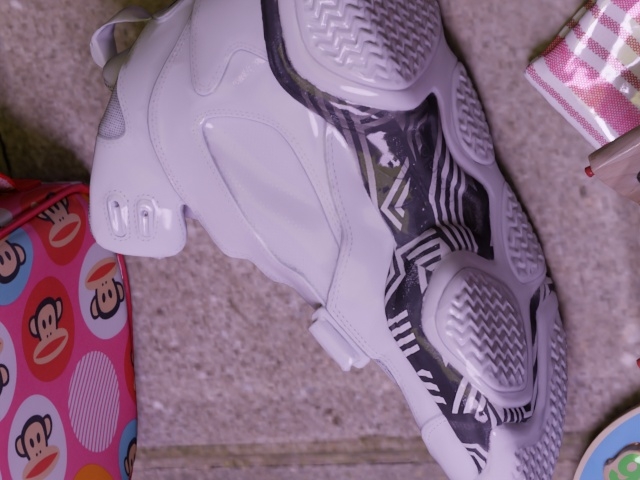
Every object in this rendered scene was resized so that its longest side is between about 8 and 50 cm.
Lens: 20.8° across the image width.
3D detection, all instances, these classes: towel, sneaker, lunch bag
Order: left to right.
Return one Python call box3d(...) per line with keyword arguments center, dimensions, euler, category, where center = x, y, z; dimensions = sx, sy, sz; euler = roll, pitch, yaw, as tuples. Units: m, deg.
box3d(center=(-0.220, 0.079, 1.053), dimensions=(0.120, 0.293, 0.258), euler=(2, 108, 23), category="lunch bag")
box3d(center=(0.000, 0.000, 1.013), dimensions=(0.210, 0.137, 0.366), euler=(-17, 98, 30), category="sneaker")
box3d(center=(0.216, -0.103, 0.927), dimensions=(0.144, 0.029, 0.197), euler=(45, 122, 3), category="towel")

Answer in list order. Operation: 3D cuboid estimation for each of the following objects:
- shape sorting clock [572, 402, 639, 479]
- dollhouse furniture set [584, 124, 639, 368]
box3d(center=(0.245, 0.181, 1.025), dimensions=(0.206, 0.040, 0.206), euler=(9, 114, 22), category="shape sorting clock")
box3d(center=(0.251, 0.011, 0.908), dimensions=(0.129, 0.183, 0.129), euler=(-31, 52, 31), category="dollhouse furniture set")
